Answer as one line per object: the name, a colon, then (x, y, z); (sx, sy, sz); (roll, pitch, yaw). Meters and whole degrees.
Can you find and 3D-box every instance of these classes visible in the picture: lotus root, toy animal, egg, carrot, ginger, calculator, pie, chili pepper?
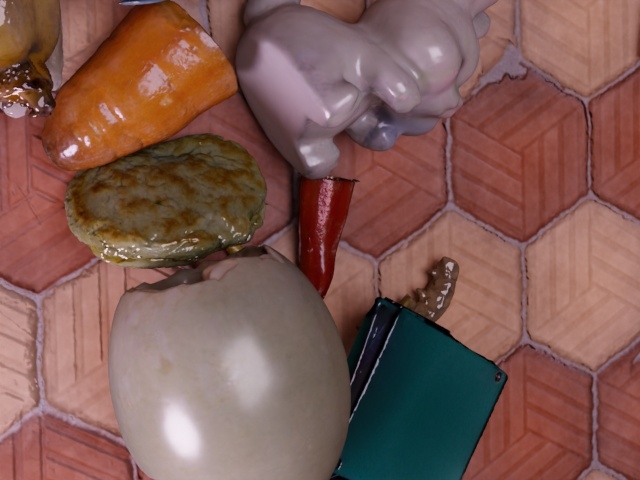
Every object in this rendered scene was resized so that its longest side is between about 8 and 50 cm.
lotus root: (-0.371, -0.278, 1.575); (0.169, 0.151, 0.343); (-29, 94, -58)
toy animal: (0.080, -0.249, 1.878); (0.367, 0.196, 0.241); (-20, 73, -19)
egg: (-0.101, 0.182, 1.763); (0.278, 0.278, 0.336); (-19, 101, -23)
carrot: (-0.231, -0.170, 1.759); (0.225, 0.159, 0.159); (-38, 108, -11)
ginger: (0.120, 0.093, 1.992); (0.173, 0.051, 0.069); (-39, 113, -23)
calculator: (0.111, 0.224, 1.951); (0.274, 0.058, 0.248); (28, 84, -42)
pie: (-0.178, -0.037, 1.789); (0.248, 0.201, 0.090); (-14, 136, -24)
chili pepper: (0.001, 0.000, 1.927); (0.088, 0.065, 0.169); (-1, 101, -51)

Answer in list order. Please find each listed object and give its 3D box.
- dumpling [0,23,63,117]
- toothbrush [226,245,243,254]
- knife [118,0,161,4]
dumpling: (-0.360, -0.239, 1.707); (0.136, 0.118, 0.199); (-27, 117, -9)
toothbrush: (-0.074, 0.055, 1.911); (0.021, 0.024, 0.288); (-44, 107, -19)
knife: (-0.143, -0.298, 1.767); (0.313, 0.044, 0.019); (-30, 124, -60)
